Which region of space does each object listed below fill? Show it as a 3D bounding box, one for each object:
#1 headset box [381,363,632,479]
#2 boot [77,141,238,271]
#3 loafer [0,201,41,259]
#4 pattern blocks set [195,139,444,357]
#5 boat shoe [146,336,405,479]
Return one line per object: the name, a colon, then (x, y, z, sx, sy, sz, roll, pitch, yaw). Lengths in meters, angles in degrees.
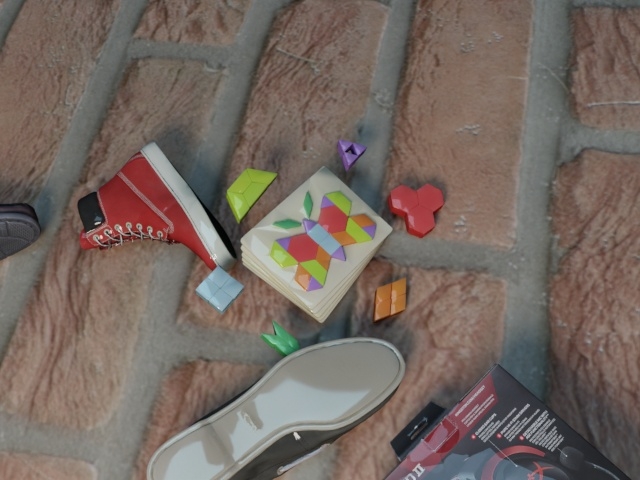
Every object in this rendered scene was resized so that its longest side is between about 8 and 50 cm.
headset box: (0.205, 0.297, 0.793, 0.218, 0.110, 0.293, -42, 65, -15)
boot: (-0.241, -0.007, 1.040, 0.176, 0.088, 0.244, -39, 63, -6)
loafer: (-0.561, -0.011, 1.068, 0.302, 0.109, 0.095, -18, 57, 1)
pattern blocks set: (0.000, 0.000, 0.984, 0.285, 0.026, 0.325, 29, 66, 2)
boat shoe: (-0.051, 0.222, 0.891, 0.335, 0.095, 0.112, -27, 65, -13)
